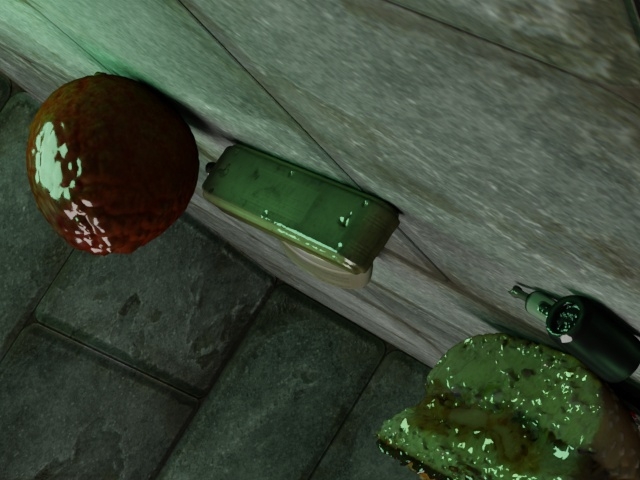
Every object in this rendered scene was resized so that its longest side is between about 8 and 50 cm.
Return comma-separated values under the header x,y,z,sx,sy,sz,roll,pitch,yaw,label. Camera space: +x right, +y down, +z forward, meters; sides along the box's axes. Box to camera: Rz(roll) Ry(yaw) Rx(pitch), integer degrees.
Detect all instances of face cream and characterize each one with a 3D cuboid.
x,y,z,sx,sy,sz,roll,pitch,yaw,label
0.000,0.000,1.754,0.173,0.081,0.348,32,175,6,face cream

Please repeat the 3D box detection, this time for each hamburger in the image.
x,y,z,sx,sy,sz,roll,pitch,yaw,label
0.312,0.314,1.740,0.287,0.268,0.445,46,164,-25,hamburger

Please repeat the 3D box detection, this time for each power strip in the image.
x,y,z,sx,sy,sz,roll,pitch,yaw,label
-0.043,-0.048,1.516,0.066,0.092,0.387,40,171,-39,power strip

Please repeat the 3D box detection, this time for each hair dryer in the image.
x,y,z,sx,sy,sz,roll,pitch,yaw,label
0.251,0.081,1.286,0.100,0.057,0.198,37,178,-28,hair dryer

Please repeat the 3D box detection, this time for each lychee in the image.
x,y,z,sx,sy,sz,roll,pitch,yaw,label
-0.285,-0.112,1.658,0.255,0.300,0.255,9,149,5,lychee

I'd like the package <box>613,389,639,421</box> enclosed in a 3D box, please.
x,y,z,sx,sy,sz,roll,pitch,yaw,label
0.507,0.285,1.708,0.166,0.040,0.232,39,175,-38,package
